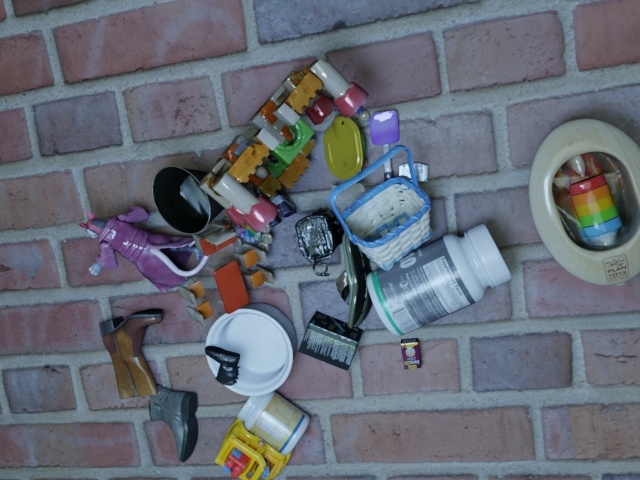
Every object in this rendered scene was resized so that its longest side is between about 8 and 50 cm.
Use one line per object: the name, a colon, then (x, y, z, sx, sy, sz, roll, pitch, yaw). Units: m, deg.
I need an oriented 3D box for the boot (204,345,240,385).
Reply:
boot: (-0.298, 0.378, 1.689, 0.121, 0.045, 0.099, 14, 105, 8)

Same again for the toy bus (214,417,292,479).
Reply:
toy bus: (-0.221, 0.695, 1.785, 0.220, 0.211, 0.150, 33, 103, 3)

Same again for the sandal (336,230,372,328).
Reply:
sandal: (0.094, 0.111, 1.672, 0.086, 0.120, 0.303, 0, 99, 34)

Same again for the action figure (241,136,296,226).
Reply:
action figure: (-0.184, -0.182, 1.679, 0.185, 0.099, 0.285, -29, 89, 22)

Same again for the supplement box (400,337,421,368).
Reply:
supplement box: (0.275, 0.343, 1.701, 0.054, 0.043, 0.083, -9, 99, 12)

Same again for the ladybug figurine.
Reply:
ladybug figurine: (0.708, -0.096, 1.468, 0.304, 0.162, 0.450, -16, 96, 15)

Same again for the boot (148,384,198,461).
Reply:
boot: (-0.504, 0.616, 1.907, 0.161, 0.083, 0.247, 5, 96, 18)

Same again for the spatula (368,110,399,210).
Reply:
spatula: (0.194, -0.221, 1.622, 0.084, 0.030, 0.297, -4, 100, 13)

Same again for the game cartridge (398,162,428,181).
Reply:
game cartridge: (0.268, -0.197, 1.618, 0.083, 0.017, 0.056, 3, 104, 11)

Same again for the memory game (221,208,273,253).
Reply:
memory game: (-0.225, -0.033, 1.710, 0.186, 0.012, 0.186, 17, 129, 23)

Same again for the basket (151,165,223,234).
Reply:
basket: (-0.362, -0.129, 1.654, 0.154, 0.227, 0.204, -33, 91, 16)

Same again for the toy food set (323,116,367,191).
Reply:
toy food set: (0.083, -0.249, 1.627, 0.128, 0.071, 0.218, -2, 99, 37)

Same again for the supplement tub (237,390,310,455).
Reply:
supplement tub: (-0.150, 0.566, 1.779, 0.199, 0.144, 0.144, 34, 105, 4)

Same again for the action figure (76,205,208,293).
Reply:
action figure: (-0.555, 0.028, 1.689, 0.370, 0.275, 0.248, 28, 80, -23)

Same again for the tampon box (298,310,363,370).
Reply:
tampon box: (0.034, 0.304, 1.704, 0.160, 0.120, 0.102, 21, 103, 8)

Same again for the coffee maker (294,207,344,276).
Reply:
coffee maker: (0.000, 0.000, 1.626, 0.120, 0.178, 0.171, 9, 100, 11)

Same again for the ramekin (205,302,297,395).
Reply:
ramekin: (-0.205, 0.329, 1.752, 0.277, 0.135, 0.278, 2, 100, 11)

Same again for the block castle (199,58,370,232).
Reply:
block castle: (-0.092, -0.234, 1.474, 0.213, 0.303, 0.453, 40, 81, -21)

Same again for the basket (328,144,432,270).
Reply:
basket: (0.164, -0.082, 1.506, 0.254, 0.201, 0.289, -33, 134, -11)

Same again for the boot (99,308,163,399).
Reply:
boot: (-0.595, 0.379, 1.848, 0.264, 0.096, 0.281, -17, 90, 15)

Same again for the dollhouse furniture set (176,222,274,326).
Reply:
dollhouse furniture set: (-0.271, 0.090, 1.616, 0.135, 0.262, 0.259, 19, 132, 48)

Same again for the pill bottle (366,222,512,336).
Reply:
pill bottle: (0.329, 0.108, 1.564, 0.360, 0.204, 0.204, -27, 94, 15)
